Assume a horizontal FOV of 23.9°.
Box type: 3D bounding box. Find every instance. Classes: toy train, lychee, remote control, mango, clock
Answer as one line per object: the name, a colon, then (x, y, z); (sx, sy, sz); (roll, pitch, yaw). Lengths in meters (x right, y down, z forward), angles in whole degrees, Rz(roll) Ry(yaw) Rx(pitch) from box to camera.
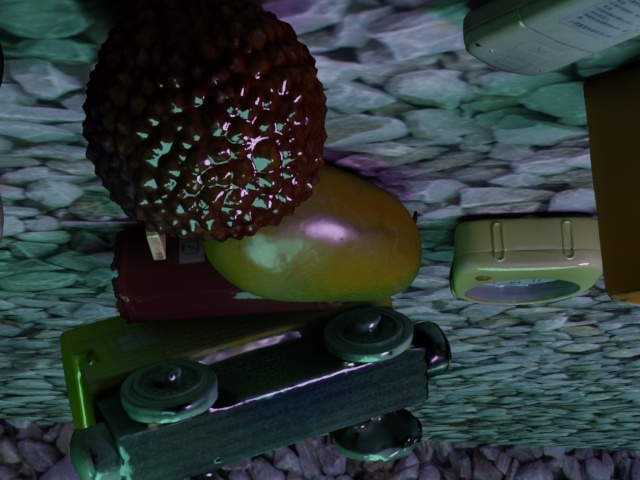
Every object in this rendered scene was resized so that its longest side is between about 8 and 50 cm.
toy train: (-0.084, 0.152, 1.704); (0.442, 0.179, 0.272); (-15, -150, -20)
lychee: (-0.086, -0.093, 1.074); (0.188, 0.188, 0.188); (-2, 165, -1)
remote control: (0.211, -0.173, 1.065); (0.098, 0.038, 0.233); (11, 159, -42)
mango: (0.000, 0.000, 1.482); (0.251, 0.114, 0.156); (17, 123, -28)
clock: (0.230, 0.030, 1.759); (0.170, 0.069, 0.232); (-2, 166, -2)

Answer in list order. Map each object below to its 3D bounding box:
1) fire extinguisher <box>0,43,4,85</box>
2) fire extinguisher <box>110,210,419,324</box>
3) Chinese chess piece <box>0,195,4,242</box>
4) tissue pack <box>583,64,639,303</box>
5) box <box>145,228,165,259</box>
fire extinguisher: (-0.326, -0.066, 1.195); (0.102, 0.138, 0.344); (7, 162, -19)
fire extinguisher: (-0.056, 0.014, 1.626); (0.336, 0.107, 0.147); (-5, 141, 8)
Chinese chess piece: (-0.417, -0.020, 1.440); (0.237, 0.092, 0.238); (-2, 164, -1)
tissue pack: (0.371, -0.059, 1.210); (0.274, 0.195, 0.145); (-15, 160, 41)
box: (-0.169, -0.019, 1.540); (0.015, 0.058, 0.093); (-5, 165, -3)
